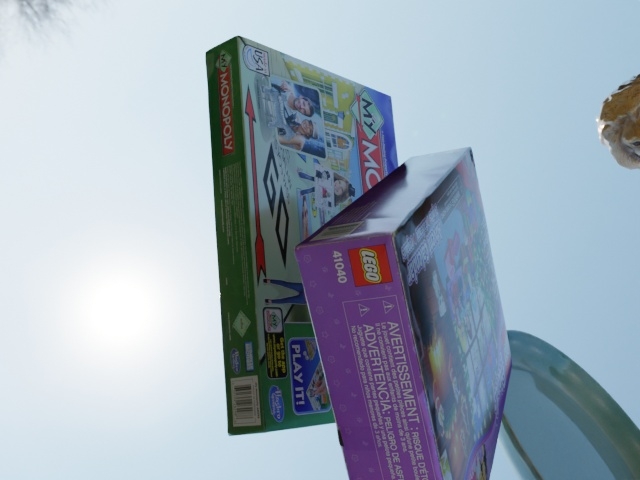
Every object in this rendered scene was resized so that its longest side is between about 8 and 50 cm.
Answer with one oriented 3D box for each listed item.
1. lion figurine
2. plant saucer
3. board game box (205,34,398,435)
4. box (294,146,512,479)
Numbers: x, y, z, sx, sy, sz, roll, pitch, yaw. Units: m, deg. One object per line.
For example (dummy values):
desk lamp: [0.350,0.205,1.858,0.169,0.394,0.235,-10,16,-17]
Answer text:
lion figurine: [0.561,-0.225,1.017,0.392,0.240,0.142,-46,-145,5]
plant saucer: [0.292,0.239,0.835,0.043,0.318,0.317,-46,-150,26]
board game box: [0.000,0.000,0.663,0.046,0.214,0.317,-15,-105,40]
box: [0.078,0.057,0.512,0.057,0.200,0.293,-8,-167,21]
